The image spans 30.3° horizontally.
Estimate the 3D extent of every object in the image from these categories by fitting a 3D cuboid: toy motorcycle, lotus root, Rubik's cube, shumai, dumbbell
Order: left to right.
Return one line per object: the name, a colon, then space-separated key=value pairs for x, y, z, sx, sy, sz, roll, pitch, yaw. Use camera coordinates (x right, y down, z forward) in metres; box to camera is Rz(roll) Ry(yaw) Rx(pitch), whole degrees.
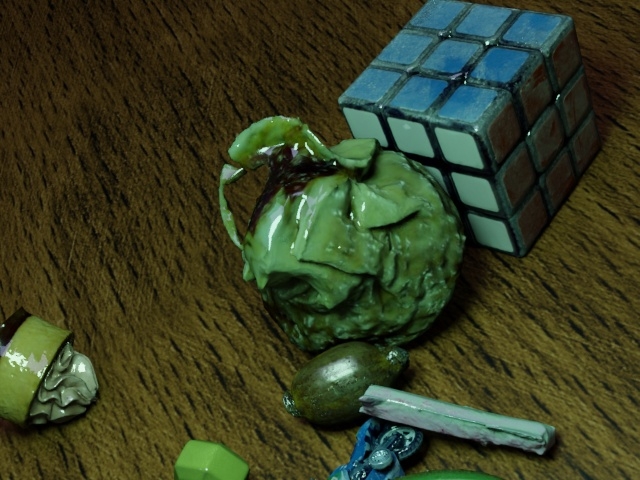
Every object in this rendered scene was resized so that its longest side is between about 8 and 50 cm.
dumbbell: x=-0.208 y=0.436 z=1.732 sx=0.108 sy=0.121 sz=0.302 roll=23 pitch=55 yaw=8
shumai: x=0.000 y=0.000 z=1.844 sx=0.395 sy=0.348 sz=0.395 roll=-5 pitch=79 yaw=30
lotus root: x=0.043 y=0.220 z=1.825 sx=0.209 sy=0.120 sz=0.120 roll=-24 pitch=40 yaw=5
toy motorcycle: x=0.054 y=0.348 z=1.710 sx=0.135 sy=0.092 sz=0.254 roll=-1 pitch=36 yaw=39
Rubik's cube: x=0.263 y=-0.200 z=2.025 sx=0.301 sy=0.304 sz=0.305 roll=18 pitch=55 yaw=40

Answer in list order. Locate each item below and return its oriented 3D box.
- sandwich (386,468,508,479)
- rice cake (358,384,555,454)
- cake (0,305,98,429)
sandwich: x=0.175 y=0.381 z=1.596 sx=0.235 sy=0.079 sz=0.159 roll=-15 pitch=72 yaw=-16
rice cake: x=0.191 y=0.261 z=1.706 sx=0.290 sy=0.081 sz=0.051 roll=11 pitch=92 yaw=17
cake: x=-0.470 y=0.235 z=2.030 sx=0.178 sy=0.208 sz=0.185 roll=18 pitch=50 yaw=6
